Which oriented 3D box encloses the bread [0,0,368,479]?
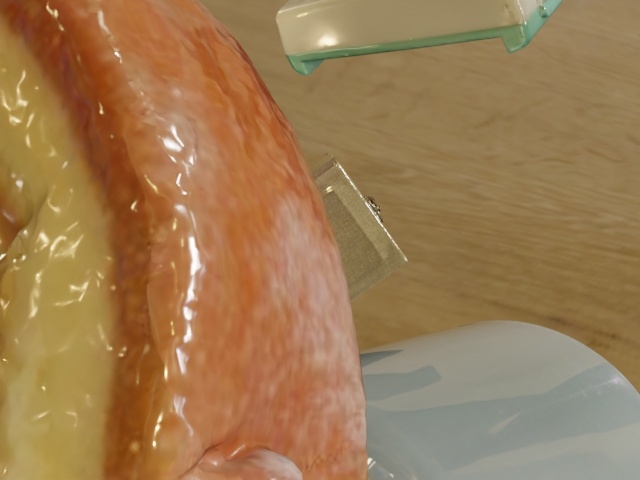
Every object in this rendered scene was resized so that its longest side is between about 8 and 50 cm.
[{"bbox_3d":[-0.086,0.011,0.438,0.244,0.123,0.190,42,102,27],"label":"bread"}]

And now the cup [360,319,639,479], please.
[{"bbox_3d":[0.035,0.155,0.801,0.206,0.312,0.205,2,94,29],"label":"cup"}]

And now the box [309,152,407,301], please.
[{"bbox_3d":[0.000,0.000,0.985,0.083,0.035,0.079,-35,107,0],"label":"box"}]

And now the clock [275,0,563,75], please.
[{"bbox_3d":[0.110,-0.253,1.342,0.231,0.262,0.116,-3,121,35],"label":"clock"}]
